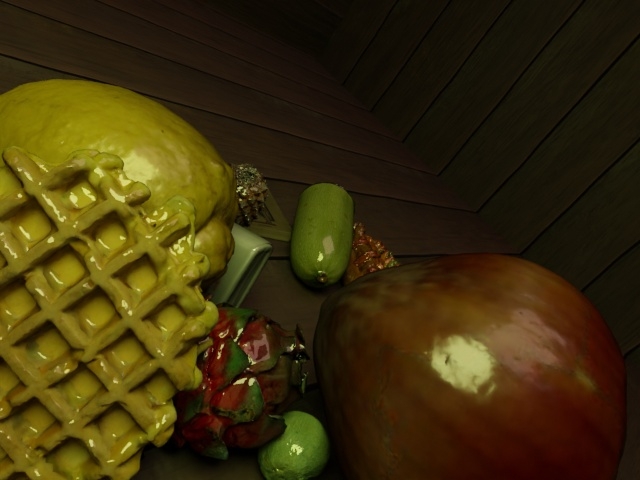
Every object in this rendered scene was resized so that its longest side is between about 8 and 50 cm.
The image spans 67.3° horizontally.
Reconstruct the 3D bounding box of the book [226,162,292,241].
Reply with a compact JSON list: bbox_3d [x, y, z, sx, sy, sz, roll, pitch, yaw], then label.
[{"bbox_3d":[-0.164,-0.093,1.055,0.161,0.026,0.230,11,35,-42],"label":"book"}]

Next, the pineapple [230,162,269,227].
[{"bbox_3d":[-0.138,-0.035,0.775,0.103,0.221,0.083,27,42,-3],"label":"pineapple"}]

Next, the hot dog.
[{"bbox_3d":[0.128,0.093,1.007,0.158,0.117,0.348,24,28,-27],"label":"hot dog"}]

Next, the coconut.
[{"bbox_3d":[-0.030,0.249,0.579,0.088,0.087,0.096,41,32,8],"label":"coconut"}]

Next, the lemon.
[{"bbox_3d":[-0.258,-0.045,0.560,0.317,0.285,0.285,0,32,-2],"label":"lemon"}]

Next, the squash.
[{"bbox_3d":[0.000,0.000,0.983,0.133,0.132,0.247,29,40,-16],"label":"squash"}]

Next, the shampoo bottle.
[{"bbox_3d":[-0.212,-0.017,0.728,0.284,0.153,0.071,38,27,16],"label":"shampoo bottle"}]

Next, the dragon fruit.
[{"bbox_3d":[-0.108,0.154,0.549,0.189,0.182,0.182,19,27,-2],"label":"dragon fruit"}]

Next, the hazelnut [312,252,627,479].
[{"bbox_3d":[0.166,0.179,0.599,0.359,0.359,0.409,40,-10,7],"label":"hazelnut"}]

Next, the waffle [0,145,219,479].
[{"bbox_3d":[-0.238,0.067,0.394,0.329,0.329,0.062,33,-4,-9],"label":"waffle"}]
